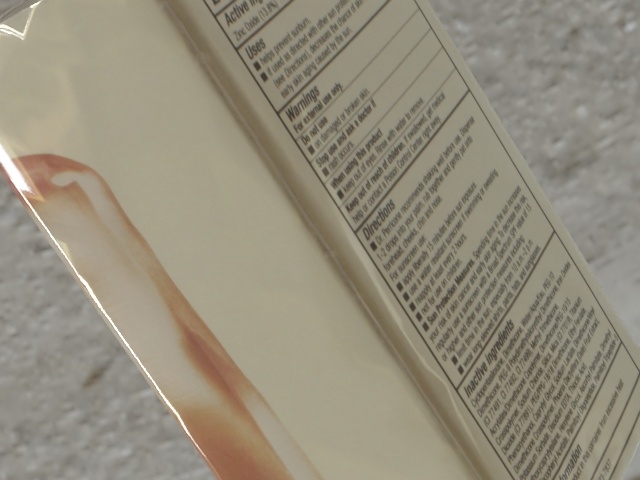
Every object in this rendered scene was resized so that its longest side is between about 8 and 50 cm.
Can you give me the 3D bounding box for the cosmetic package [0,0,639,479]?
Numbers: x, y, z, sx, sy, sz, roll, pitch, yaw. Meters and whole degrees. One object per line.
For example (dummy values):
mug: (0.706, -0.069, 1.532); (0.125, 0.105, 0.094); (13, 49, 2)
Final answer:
cosmetic package: (0.000, 0.000, 0.666); (0.129, 0.153, 0.296); (-21, 108, 38)
